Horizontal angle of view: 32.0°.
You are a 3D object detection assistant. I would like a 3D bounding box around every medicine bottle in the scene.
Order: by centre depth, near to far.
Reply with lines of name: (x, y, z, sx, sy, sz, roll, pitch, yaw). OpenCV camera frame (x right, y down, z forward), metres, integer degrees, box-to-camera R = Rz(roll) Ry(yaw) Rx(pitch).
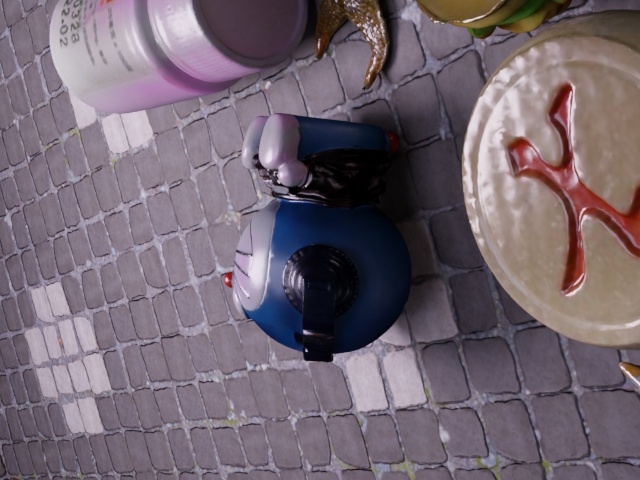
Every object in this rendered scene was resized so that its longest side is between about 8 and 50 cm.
medicine bottle: (-0.209, -0.307, 1.581, 0.388, 0.219, 0.219, -3, 100, 52)

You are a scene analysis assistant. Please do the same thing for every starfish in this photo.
starfish: (0.056, -0.294, 1.401, 0.138, 0.050, 0.247, 54, 150, 25)

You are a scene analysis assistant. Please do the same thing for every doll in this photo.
doll: (0.000, 0.000, 1.429, 0.284, 0.240, 0.310, -83, -3, -86)

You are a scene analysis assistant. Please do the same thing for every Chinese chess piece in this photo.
Chinese chess piece: (0.299, -0.059, 1.109, 0.338, 0.140, 0.338, 21, 119, 46)

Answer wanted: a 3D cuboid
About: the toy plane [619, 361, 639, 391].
toy plane: (0.427, 0.209, 1.085, 0.316, 0.103, 0.204, 45, 131, 42)

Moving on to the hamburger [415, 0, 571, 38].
hamburger: (0.194, -0.319, 1.143, 0.237, 0.149, 0.237, 7, 99, 53)
